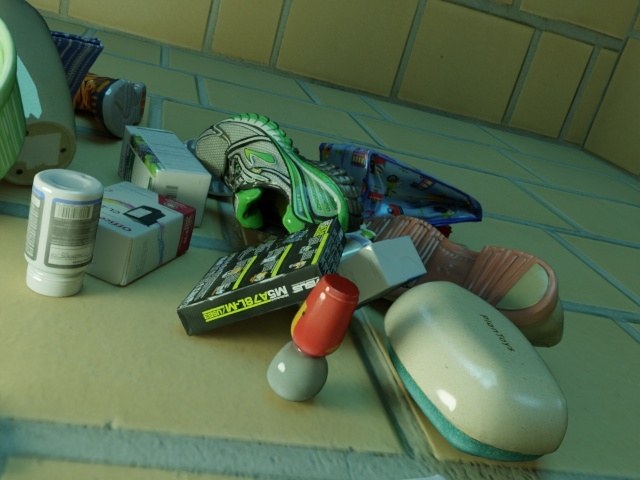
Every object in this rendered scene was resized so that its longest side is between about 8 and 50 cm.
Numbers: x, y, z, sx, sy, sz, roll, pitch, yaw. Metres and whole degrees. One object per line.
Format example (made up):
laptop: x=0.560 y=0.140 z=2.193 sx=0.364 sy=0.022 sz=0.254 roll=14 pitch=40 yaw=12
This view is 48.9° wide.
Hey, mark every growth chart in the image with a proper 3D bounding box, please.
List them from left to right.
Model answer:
growth chart: x=0.000 y=0.000 z=1.105 sx=0.171 sy=0.021 sz=0.237 roll=-17 pitch=23 yaw=-16

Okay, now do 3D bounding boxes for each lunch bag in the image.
lunch bag: x=0.161 y=-0.098 z=1.381 sx=0.293 sy=0.138 sz=0.221 roll=7 pitch=9 yaw=-25

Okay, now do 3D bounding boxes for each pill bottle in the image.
pill bottle: x=-0.305 y=-0.008 z=0.831 sx=0.078 sy=0.137 sz=0.078 roll=15 pitch=21 yaw=-6

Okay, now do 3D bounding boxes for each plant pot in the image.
plant pot: x=-0.510 y=-0.226 z=1.142 sx=0.256 sy=0.257 sz=0.274 roll=-5 pitch=46 yaw=-46

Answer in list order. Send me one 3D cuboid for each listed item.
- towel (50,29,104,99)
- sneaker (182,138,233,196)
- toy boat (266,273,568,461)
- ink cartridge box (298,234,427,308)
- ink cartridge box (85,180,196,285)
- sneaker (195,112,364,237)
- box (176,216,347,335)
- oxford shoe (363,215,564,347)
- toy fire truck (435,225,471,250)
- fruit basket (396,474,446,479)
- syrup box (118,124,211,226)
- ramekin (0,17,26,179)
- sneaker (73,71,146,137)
towel: x=-0.598 y=-0.306 z=1.304 sx=0.336 sy=0.243 sz=0.040 roll=-4 pitch=61 yaw=-45
sneaker: x=-0.147 y=-0.116 z=1.353 sx=0.281 sy=0.105 sz=0.115 roll=16 pitch=-10 yaw=4
toy boat: x=0.103 y=0.139 z=0.793 sx=0.318 sy=0.148 sz=0.267 roll=17 pitch=23 yaw=-21
ink cartridge box: x=0.039 y=0.062 z=0.944 sx=0.104 sy=0.180 sz=0.060 roll=-13 pitch=74 yaw=-53
ink cartridge box: x=-0.271 y=-0.015 z=0.972 sx=0.127 sy=0.072 sz=0.175 roll=21 pitch=20 yaw=11
sneaker: x=-0.096 y=-0.099 z=1.104 sx=0.146 sy=0.134 sz=0.343 roll=-25 pitch=41 yaw=-35
box: x=-0.066 y=0.041 z=0.885 sx=0.184 sy=0.045 sz=0.191 roll=-17 pitch=15 yaw=13
oxford shoe: x=0.177 y=0.072 z=1.068 sx=0.397 sy=0.140 sz=0.146 roll=22 pitch=-25 yaw=44
toy fire truck: x=0.237 y=0.011 z=1.341 sx=0.135 sy=0.047 sz=0.192 roll=22 pitch=20 yaw=15
fruit basket: x=0.062 y=0.245 z=0.415 sx=0.326 sy=0.166 sz=0.353 roll=4 pitch=20 yaw=-30
syrup box: x=-0.273 y=-0.115 z=1.206 sx=0.096 sy=0.093 sz=0.237 roll=3 pitch=24 yaw=-31
ramekin: x=-0.536 y=-0.175 z=0.907 sx=0.303 sy=0.148 sz=0.304 roll=3 pitch=56 yaw=-5
sneaker: x=-0.495 y=-0.302 z=1.529 sx=0.180 sy=0.125 sz=0.321 roll=10 pitch=10 yaw=-6
